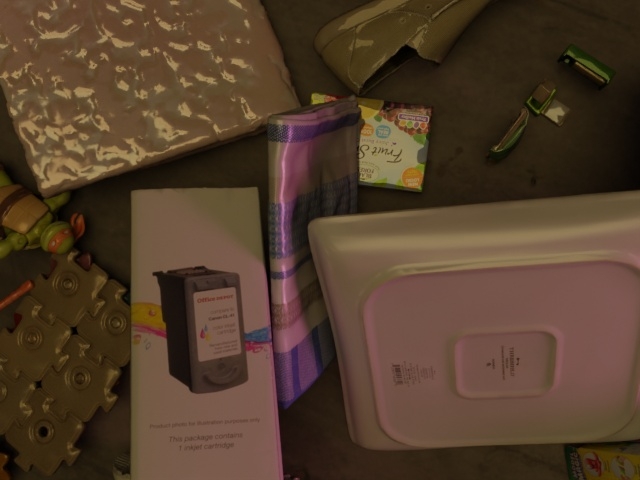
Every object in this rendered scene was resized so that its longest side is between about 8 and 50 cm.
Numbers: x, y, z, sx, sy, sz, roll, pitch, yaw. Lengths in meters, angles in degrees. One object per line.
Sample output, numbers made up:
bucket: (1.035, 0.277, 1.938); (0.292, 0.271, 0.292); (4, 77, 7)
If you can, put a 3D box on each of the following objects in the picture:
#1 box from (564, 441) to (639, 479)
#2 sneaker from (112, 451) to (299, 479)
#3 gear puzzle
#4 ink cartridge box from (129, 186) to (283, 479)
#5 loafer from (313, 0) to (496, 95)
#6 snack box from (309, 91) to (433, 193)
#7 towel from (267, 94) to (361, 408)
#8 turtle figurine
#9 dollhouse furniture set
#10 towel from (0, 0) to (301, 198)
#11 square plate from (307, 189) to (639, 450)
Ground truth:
box: (0.350, 0.271, 0.783); (0.179, 0.043, 0.105); (-10, 90, 49)
sneaker: (-0.107, 0.346, 0.852); (0.293, 0.102, 0.146); (12, 96, 11)
gear puzzle: (-0.334, 0.183, 0.899); (0.175, 0.044, 0.339); (35, 93, 12)
ink cartridge box: (-0.119, 0.131, 0.727); (0.131, 0.226, 0.306); (-2, 66, -12)
loafer: (0.127, -0.242, 0.820); (0.268, 0.102, 0.092); (-23, 89, 16)
snack box: (0.054, -0.112, 0.854); (0.141, 0.037, 0.100); (7, 93, 7)
towel: (0.000, 0.000, 0.754); (0.034, 0.209, 0.285); (5, 105, 20)
turtle figurine: (-0.360, -0.048, 0.877); (0.217, 0.087, 0.269); (32, 69, 11)
dollhouse furniture set: (0.250, -0.135, 0.813); (0.058, 0.076, 0.152); (37, 94, 6)
towel: (-0.219, -0.243, 0.843); (0.317, 0.053, 0.332); (-20, 88, -10)
square plate: (0.180, 0.109, 0.733); (0.344, 0.049, 0.347); (-5, 129, 8)
